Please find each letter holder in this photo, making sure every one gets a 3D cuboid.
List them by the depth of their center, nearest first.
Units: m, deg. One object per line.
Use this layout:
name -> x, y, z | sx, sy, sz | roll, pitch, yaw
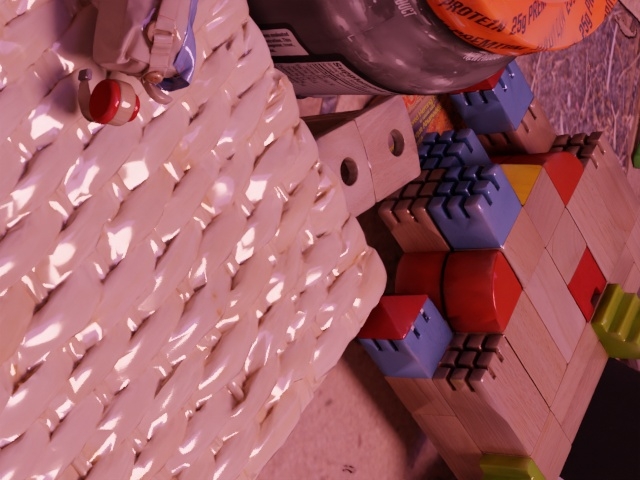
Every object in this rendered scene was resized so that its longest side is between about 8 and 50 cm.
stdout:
letter holder -> 0.215, 0.283, 1.268 | 0.302, 0.152, 0.214 | -47, 163, -40

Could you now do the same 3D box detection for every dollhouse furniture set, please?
dollhouse furniture set -> 0.000, 0.000, 1.020 | 0.129, 0.129, 0.184 | -33, 113, -46

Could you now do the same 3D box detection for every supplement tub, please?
supplement tub -> -0.005, -0.186, 0.775 | 0.207, 0.338, 0.207 | -6, 98, -45

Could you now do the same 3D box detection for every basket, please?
basket -> -0.182, 0.009, 0.696 | 0.331, 0.266, 0.328 | -53, 127, -39

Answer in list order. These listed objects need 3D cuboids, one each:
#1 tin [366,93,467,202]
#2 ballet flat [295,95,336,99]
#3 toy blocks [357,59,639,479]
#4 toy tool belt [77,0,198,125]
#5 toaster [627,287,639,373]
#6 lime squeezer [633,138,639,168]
tin -> 0.095, -0.107, 1.213 | 0.190, 0.040, 0.106 | -50, 130, -39
ballet flat -> 0.014, -0.157, 1.078 | 0.203, 0.074, 0.074 | -41, 120, -44
toy blocks -> 0.156, 0.016, 1.157 | 0.261, 0.190, 0.381 | 55, 51, -32
toy tool belt -> -0.070, -0.086, 0.588 | 0.051, 0.052, 0.083 | 13, 78, -41
toaster -> 0.403, 0.054, 1.517 | 0.227, 0.129, 0.146 | -41, 116, -40
lime squeezer -> 0.436, -0.222, 1.614 | 0.310, 0.059, 0.110 | -53, 127, -38
